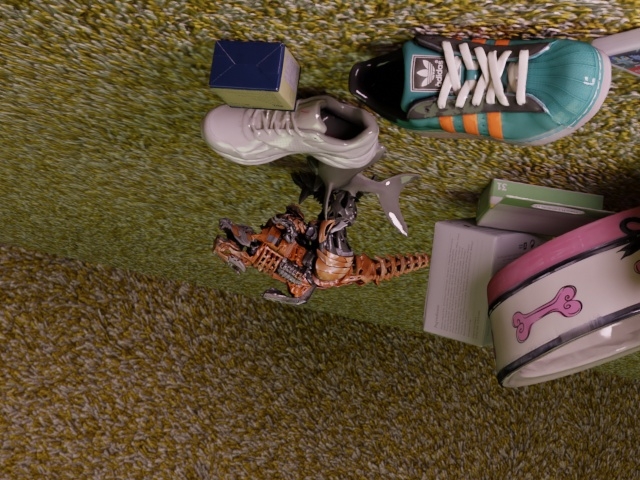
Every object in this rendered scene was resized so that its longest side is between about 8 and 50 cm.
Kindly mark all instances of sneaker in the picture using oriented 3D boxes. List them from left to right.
[{"bbox_3d":[-0.035,-0.150,1.687,0.232,0.090,0.115,0,164,-8],"label":"sneaker"},{"bbox_3d":[0.152,-0.157,1.382,0.121,0.108,0.302,11,172,-40],"label":"sneaker"}]

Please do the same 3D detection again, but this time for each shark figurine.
[{"bbox_3d":[0.038,-0.076,1.933,0.166,0.116,0.278,7,168,17],"label":"shark figurine"}]

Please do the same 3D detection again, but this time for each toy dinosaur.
[{"bbox_3d":[0.000,0.000,2.074,0.322,0.218,0.164,15,167,-32],"label":"toy dinosaur"}]

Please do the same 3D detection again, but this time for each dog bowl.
[{"bbox_3d":[0.427,0.074,1.962,0.408,0.150,0.408,-19,165,-5],"label":"dog bowl"}]

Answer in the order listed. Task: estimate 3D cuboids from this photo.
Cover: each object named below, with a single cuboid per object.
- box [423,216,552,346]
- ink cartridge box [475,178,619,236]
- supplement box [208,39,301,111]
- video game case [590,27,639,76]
[{"bbox_3d":[0.268,0.061,2.144,0.119,0.182,0.181,14,-167,37],"label":"box"},{"bbox_3d":[0.332,-0.053,1.971,0.171,0.056,0.235,9,168,-2],"label":"ink cartridge box"},{"bbox_3d":[-0.074,-0.188,1.539,0.083,0.056,0.083,5,169,15],"label":"supplement box"},{"bbox_3d":[0.398,-0.179,1.306,0.183,0.023,0.201,14,169,-32],"label":"video game case"}]
